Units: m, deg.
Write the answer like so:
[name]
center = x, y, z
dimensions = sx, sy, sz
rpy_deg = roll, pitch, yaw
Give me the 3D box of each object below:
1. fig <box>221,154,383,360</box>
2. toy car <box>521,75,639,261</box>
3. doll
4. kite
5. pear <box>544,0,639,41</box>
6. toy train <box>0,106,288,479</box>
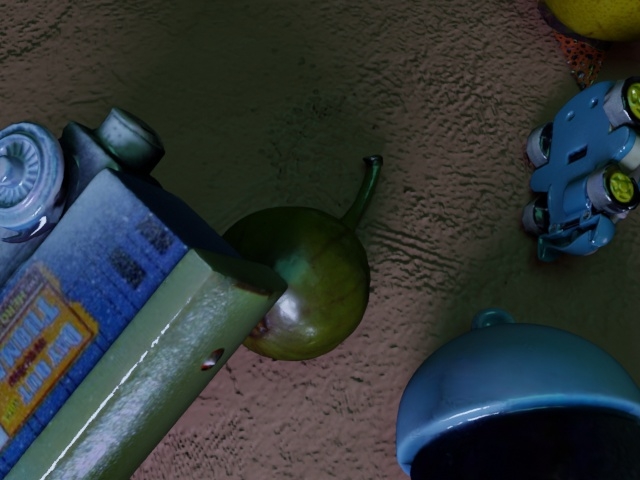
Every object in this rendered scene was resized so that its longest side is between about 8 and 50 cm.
[fig]
center = 0.000, 0.000, 0.588
dimensions = 0.124, 0.124, 0.236
rpy_deg = 27, 41, 7
[toy car]
center = 0.253, -0.053, 0.623
dimensions = 0.098, 0.126, 0.161
rpy_deg = 18, 69, -16
[doll]
center = 0.143, 0.176, 0.472
dimensions = 0.177, 0.141, 0.314
rpy_deg = -7, 50, 6
[kite]
center = 0.290, -0.253, 0.776
dimensions = 0.125, 0.008, 0.222
rpy_deg = -15, 67, -13
[pear]
center = 0.314, -0.304, 0.692
dimensions = 0.209, 0.209, 0.208
rpy_deg = 2, 64, -5
[toy train]
center = -0.180, 0.067, 0.463
dimensions = 0.202, 0.131, 0.299
rpy_deg = 43, 97, 22
